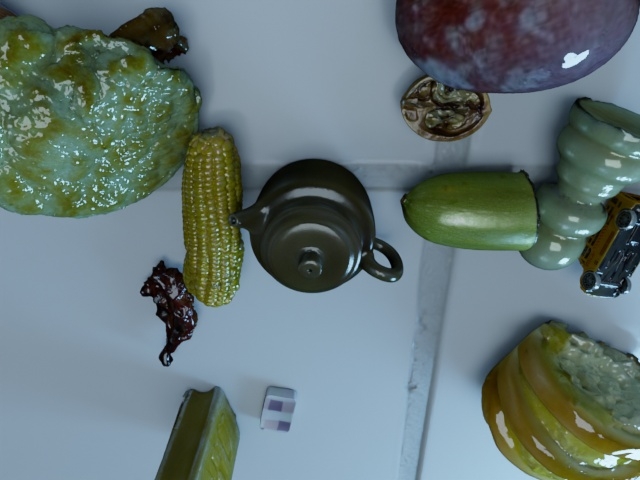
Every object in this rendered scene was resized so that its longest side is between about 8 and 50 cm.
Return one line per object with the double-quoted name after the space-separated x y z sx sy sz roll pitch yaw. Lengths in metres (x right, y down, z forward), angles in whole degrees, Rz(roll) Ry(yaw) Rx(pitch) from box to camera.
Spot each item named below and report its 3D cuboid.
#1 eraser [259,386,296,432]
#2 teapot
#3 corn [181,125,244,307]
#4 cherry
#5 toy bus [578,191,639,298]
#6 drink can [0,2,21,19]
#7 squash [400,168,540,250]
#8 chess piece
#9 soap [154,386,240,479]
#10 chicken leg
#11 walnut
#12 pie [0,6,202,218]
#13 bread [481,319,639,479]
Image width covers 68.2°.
-0.087 0.346 0.964 0.064 0.026 0.105 8 119 -6 "eraser"
0.000 0.000 0.683 0.267 0.175 0.186 20 120 -10 "teapot"
-0.160 -0.027 0.712 0.101 0.101 0.292 7 119 -3 "corn"
0.221 -0.277 0.500 0.285 0.212 0.236 -20 89 36 "cherry"
0.457 0.009 0.734 0.069 0.074 0.162 8 118 -12 "toy bus"
-0.436 -0.267 0.586 0.235 0.097 0.097 35 115 -17 "drink can"
0.209 -0.043 0.686 0.186 0.123 0.123 2 120 -1 "squash"
0.363 -0.064 0.674 0.133 0.133 0.243 12 126 -6 "chess piece"
-0.226 0.431 0.873 0.089 0.274 0.174 -8 119 7 "soap"
-0.261 0.131 0.834 0.089 0.048 0.219 0 120 5 "chicken leg"
0.166 -0.185 0.642 0.121 0.052 0.091 8 121 -1 "walnut"
-0.279 -0.144 0.590 0.274 0.105 0.257 -22 136 -33 "pie"
0.449 0.316 0.832 0.315 0.211 0.270 27 118 -10 "bread"
